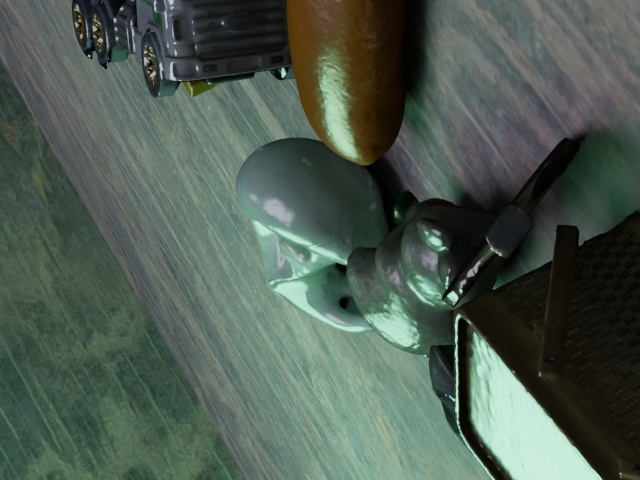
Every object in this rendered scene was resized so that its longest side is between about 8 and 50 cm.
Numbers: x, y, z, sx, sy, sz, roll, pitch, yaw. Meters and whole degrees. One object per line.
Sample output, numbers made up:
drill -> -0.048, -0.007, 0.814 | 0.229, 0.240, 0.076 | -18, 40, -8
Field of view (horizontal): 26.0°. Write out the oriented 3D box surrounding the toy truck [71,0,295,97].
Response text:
toy truck -> -0.137, -0.244, 1.263 | 0.367, 0.146, 0.175 | -143, 45, -58

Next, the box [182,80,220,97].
box -> -0.134, -0.227, 1.440 | 0.156, 0.089, 0.022 | 55, 160, 20

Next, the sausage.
sausage -> 0.021, -0.153, 1.056 | 0.098, 0.098, 0.238 | 53, 164, 31

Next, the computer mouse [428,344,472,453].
computer mouse -> 0.223, 0.192, 0.995 | 0.379, 0.090, 0.167 | 43, 171, 24

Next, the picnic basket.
picnic basket -> 0.202, 0.126, 0.839 | 0.267, 0.139, 0.165 | 52, 162, 36

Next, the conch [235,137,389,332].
conch -> 0.004, -0.003, 1.301 | 0.185, 0.121, 0.221 | 55, 167, 32

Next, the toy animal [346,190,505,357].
toy animal -> 0.100, 0.022, 1.069 | 0.138, 0.108, 0.236 | 70, 161, 0

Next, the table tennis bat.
table tennis bat -> 0.116, -0.010, 0.851 | 0.019, 0.130, 0.220 | 37, -173, 5
